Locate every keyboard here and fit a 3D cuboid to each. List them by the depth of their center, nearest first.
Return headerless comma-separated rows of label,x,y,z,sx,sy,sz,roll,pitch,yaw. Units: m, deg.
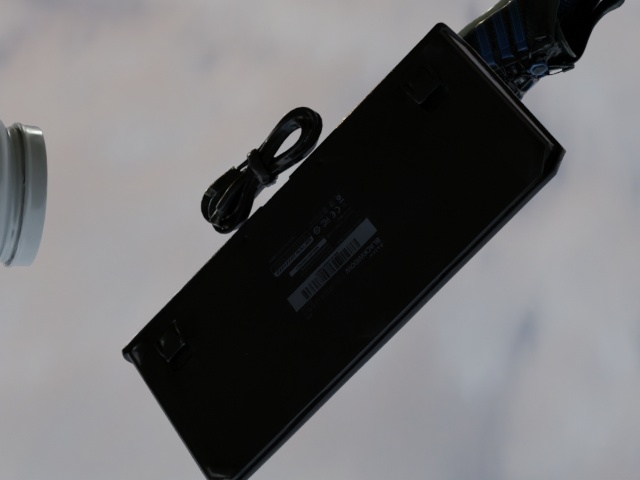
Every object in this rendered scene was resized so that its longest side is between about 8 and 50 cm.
keyboard,0.000,0.000,0.620,0.180,0.023,0.108,-45,-123,11

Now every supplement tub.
supplement tub,-0.340,-0.044,1.382,0.199,0.144,0.144,3,-148,-21

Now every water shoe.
water shoe,0.163,-0.156,1.336,0.203,0.073,0.080,-50,-148,-11
